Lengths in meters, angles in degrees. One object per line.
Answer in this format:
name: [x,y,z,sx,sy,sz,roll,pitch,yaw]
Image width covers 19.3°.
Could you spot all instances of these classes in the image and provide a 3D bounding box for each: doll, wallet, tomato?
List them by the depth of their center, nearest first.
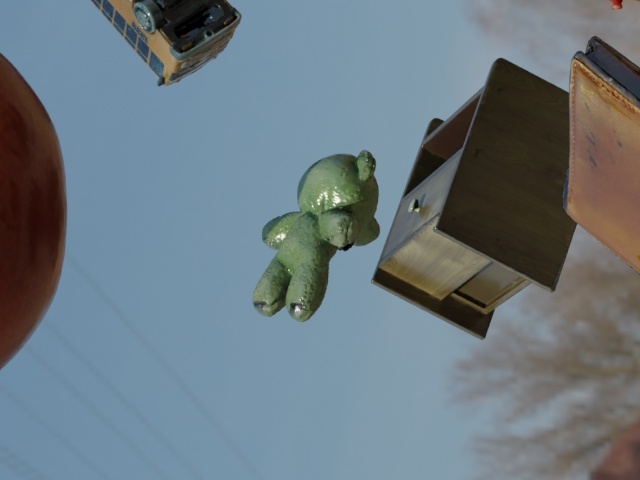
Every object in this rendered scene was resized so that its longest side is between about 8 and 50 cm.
wallet: [0.243,-0.041,1.376,0.042,0.161,0.195,-33,-36,-18]
tomato: [-0.347,-0.017,1.447,0.321,0.321,0.321,6,-90,-74]
doll: [0.000,0.000,1.517,0.077,0.115,0.150,39,-112,-27]

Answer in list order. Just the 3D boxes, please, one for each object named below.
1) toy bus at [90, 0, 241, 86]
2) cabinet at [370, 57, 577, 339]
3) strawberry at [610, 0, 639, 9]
toy bus: [-0.169,-0.245,1.885,0.091,0.182,0.103,-35,-14,-24]
cabinet: [0.171,-0.042,1.942,0.175,0.148,0.215,-43,23,62]
strawberry: [0.209,-0.245,1.561,0.167,0.208,0.087,-179,98,-69]
